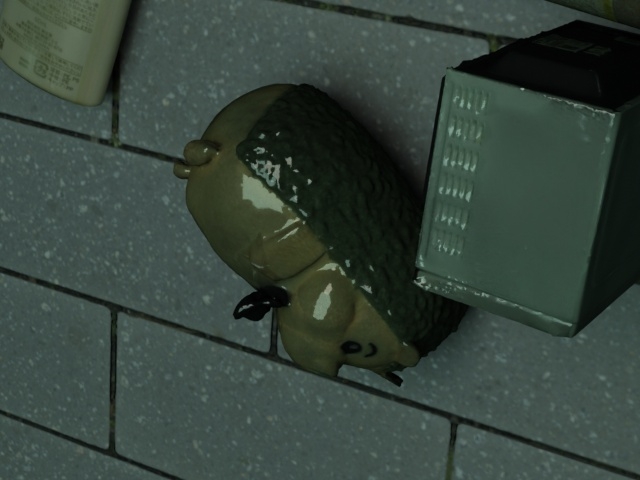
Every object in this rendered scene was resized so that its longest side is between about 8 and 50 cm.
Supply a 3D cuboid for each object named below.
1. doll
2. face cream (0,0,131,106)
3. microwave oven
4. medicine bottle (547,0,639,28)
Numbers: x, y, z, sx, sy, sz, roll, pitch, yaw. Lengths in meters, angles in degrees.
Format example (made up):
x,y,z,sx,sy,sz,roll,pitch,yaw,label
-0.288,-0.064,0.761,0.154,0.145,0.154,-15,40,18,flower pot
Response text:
x,y,z,sx,sy,sz,roll,pitch,yaw,label
0.000,0.000,1.530,0.349,0.247,0.247,44,125,-4,doll
-0.286,-0.345,1.679,0.173,0.081,0.348,31,120,21,face cream
0.226,-0.073,1.316,0.181,0.295,0.237,19,115,27,microwave oven
0.268,-0.283,1.307,0.322,0.151,0.151,23,117,25,medicine bottle
